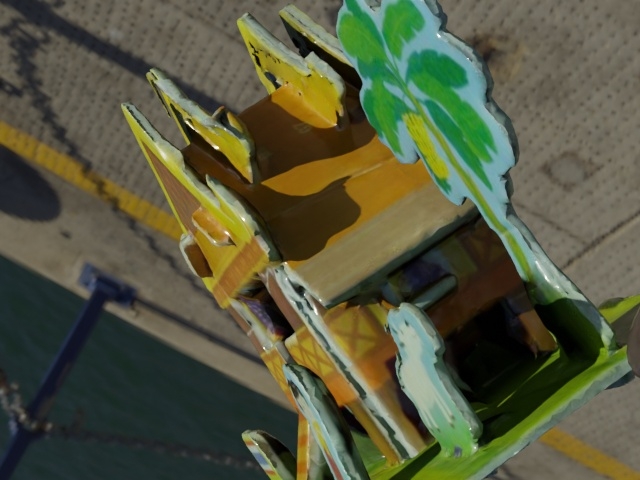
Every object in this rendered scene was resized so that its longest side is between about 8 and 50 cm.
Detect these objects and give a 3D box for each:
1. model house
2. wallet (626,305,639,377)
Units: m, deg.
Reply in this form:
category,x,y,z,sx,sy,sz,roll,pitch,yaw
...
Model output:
category,x,y,z,sx,sy,sz,roll,pitch,yaw
model house,0.000,0.000,0.667,0.312,0.242,0.358,54,166,2
wallet,0.180,0.011,0.229,0.042,0.165,0.309,27,-176,-17
